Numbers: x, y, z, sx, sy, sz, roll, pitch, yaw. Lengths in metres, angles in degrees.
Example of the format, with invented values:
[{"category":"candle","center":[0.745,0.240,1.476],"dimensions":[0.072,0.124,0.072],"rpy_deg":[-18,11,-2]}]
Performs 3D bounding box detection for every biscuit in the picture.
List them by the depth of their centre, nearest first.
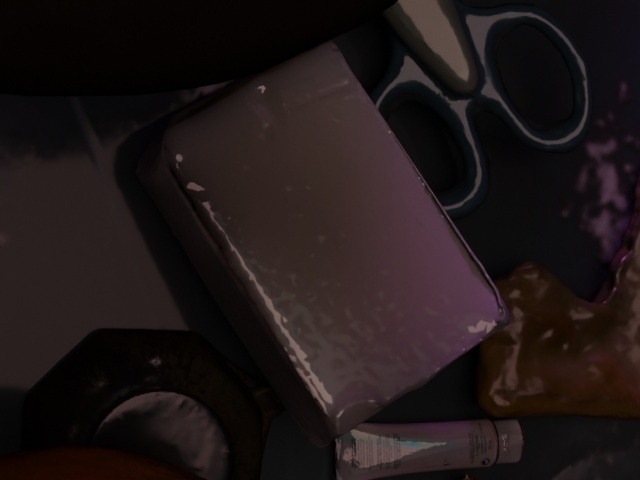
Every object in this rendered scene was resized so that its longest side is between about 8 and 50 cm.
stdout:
[{"category":"biscuit","center":[0.175,0.027,0.789],"dimensions":[0.183,0.039,0.174],"rpy_deg":[1,90,-21]}]

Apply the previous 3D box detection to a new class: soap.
[{"category":"soap","center":[0.000,0.000,0.691],"dimensions":[0.121,0.064,0.183],"rpy_deg":[-31,85,-20]}]

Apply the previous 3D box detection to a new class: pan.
[{"category":"pan","center":[-0.062,0.086,0.696],"dimensions":[0.202,0.048,0.128],"rpy_deg":[-45,106,-14]}]

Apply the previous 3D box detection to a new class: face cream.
[{"category":"face cream","center":[0.061,0.118,0.756],"dimensions":[0.115,0.020,0.038],"rpy_deg":[-1,90,-19]}]

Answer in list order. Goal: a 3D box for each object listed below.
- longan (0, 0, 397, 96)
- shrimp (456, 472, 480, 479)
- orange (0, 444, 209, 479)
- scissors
[{"category":"longan","center":[-0.087,-0.225,0.526],"dimensions":[0.404,0.404,0.336],"rpy_deg":[-20,77,-19]},{"category":"shrimp","center":[0.106,0.238,0.756],"dimensions":[0.115,0.051,0.217],"rpy_deg":[-15,96,-18]},{"category":"orange","center":[-0.119,0.223,0.567],"dimensions":[0.283,0.226,0.284],"rpy_deg":[-12,128,-16]},{"category":"scissors","center":[0.037,-0.153,0.739],"dimensions":[0.138,0.041,0.289],"rpy_deg":[-32,96,1]}]
